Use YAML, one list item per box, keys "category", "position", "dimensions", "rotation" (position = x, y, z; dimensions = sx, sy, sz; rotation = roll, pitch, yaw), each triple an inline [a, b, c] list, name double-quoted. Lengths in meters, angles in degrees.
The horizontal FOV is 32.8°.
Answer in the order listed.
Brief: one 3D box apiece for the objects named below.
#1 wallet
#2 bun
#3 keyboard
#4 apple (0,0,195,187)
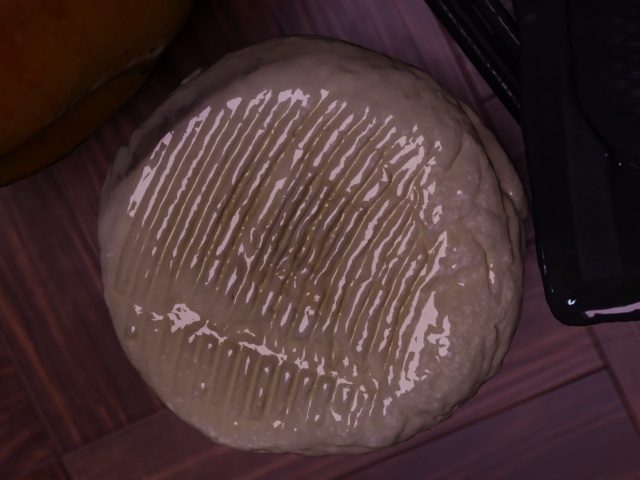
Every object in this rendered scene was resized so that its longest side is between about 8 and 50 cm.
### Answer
- category: "wallet"
  position: [0.201, -0.109, 0.473]
  dimensions: [0.247, 0.041, 0.322]
  rotation: [-4, 55, 10]
- category: "bun"
  position: [0.000, 0.000, 0.571]
  dimensions: [0.221, 0.134, 0.220]
  rotation: [1, 98, 4]
- category: "keyboard"
  position: [0.074, -0.110, 0.558]
  dimensions: [0.041, 0.103, 0.381]
  rotation: [-44, 91, -1]
- category: "apple"
  position: [-0.196, -0.135, 0.504]
  dimensions: [0.302, 0.301, 0.301]
  rotation: [2, 98, 11]
